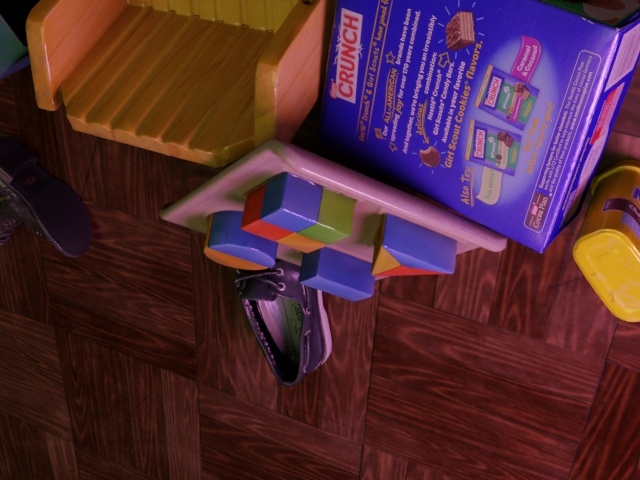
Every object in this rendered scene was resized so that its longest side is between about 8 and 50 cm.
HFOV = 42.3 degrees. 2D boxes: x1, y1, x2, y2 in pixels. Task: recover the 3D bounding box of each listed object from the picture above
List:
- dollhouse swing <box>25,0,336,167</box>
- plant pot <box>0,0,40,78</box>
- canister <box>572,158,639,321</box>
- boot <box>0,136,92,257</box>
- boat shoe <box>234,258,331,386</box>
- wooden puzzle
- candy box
[{"bbox_3d":[-0.169,-0.319,0.960,0.347,0.315,0.305,17,147,19],"label":"dollhouse swing"},{"bbox_3d":[-0.460,-0.324,1.191,0.234,0.165,0.165,-23,107,45],"label":"plant pot"},{"bbox_3d":[0.352,-0.002,0.940,0.073,0.170,0.126,-30,103,39],"label":"canister"},{"bbox_3d":[-0.535,-0.047,1.467,0.263,0.091,0.229,52,135,-4],"label":"boot"},{"bbox_3d":[-0.074,0.076,1.260,0.127,0.113,0.340,5,121,27],"label":"boat shoe"},{"bbox_3d":[0.000,0.000,1.031,0.322,0.080,0.348,20,161,-28],"label":"wooden puzzle"},{"bbox_3d":[0.165,-0.180,0.925,0.317,0.122,0.268,29,132,25],"label":"candy box"}]
